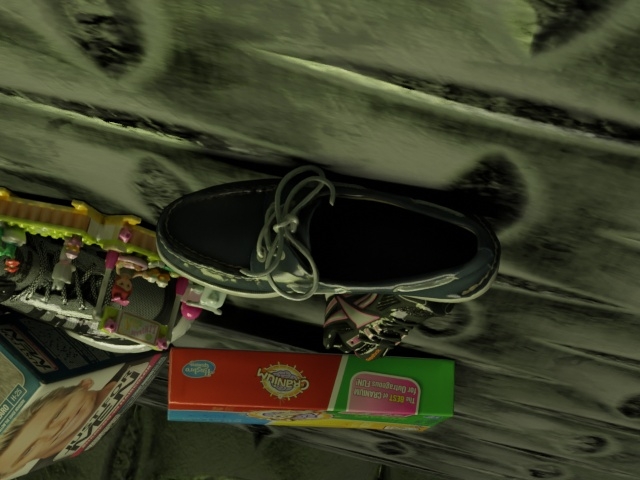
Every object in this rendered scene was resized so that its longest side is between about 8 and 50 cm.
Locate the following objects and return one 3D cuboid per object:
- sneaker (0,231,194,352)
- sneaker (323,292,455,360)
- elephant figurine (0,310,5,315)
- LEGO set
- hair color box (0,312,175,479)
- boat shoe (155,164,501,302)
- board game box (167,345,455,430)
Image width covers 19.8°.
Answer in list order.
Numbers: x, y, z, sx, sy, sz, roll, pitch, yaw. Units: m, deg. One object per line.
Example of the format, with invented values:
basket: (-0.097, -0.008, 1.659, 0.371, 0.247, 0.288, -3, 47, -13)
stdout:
sneaker: (-0.262, 0.039, 1.799, 0.268, 0.101, 0.153, 13, 172, 19)
sneaker: (0.059, 0.070, 1.630, 0.072, 0.077, 0.178, 17, 168, -23)
elephant figurine: (-0.456, 0.030, 1.962, 0.239, 0.186, 0.169, 31, -155, -26)
LEGO set: (-0.221, 0.029, 1.691, 0.287, 0.107, 0.132, 17, 169, -15)
hair color box: (-0.306, 0.164, 2.002, 0.105, 0.174, 0.347, 43, -165, 12)
boat shoe: (0.000, 0.000, 1.306, 0.254, 0.095, 0.079, 10, 170, 12)
board game box: (-0.019, 0.174, 2.126, 0.316, 0.064, 0.242, 3, 170, -4)
